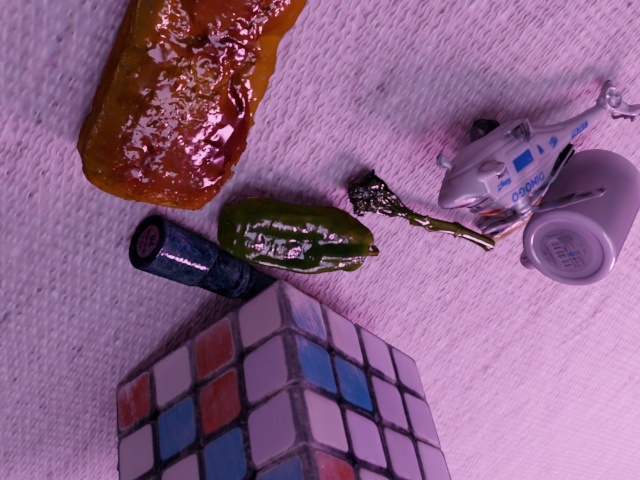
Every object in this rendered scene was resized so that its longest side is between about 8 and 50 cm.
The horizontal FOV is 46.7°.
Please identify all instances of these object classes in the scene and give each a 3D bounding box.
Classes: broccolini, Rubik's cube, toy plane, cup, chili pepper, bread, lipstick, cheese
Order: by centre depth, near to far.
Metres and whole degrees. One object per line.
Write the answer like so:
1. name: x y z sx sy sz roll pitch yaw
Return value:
1. bread: -0.087 -0.148 0.573 0.139 0.077 0.271 12 118 -38
2. chili pepper: 0.000 -0.003 0.743 0.204 0.073 0.072 7 130 -31
3. toy plane: 0.233 -0.099 0.754 0.273 0.182 0.107 -31 104 -3
4. lipstick: -0.084 0.036 0.757 0.053 0.053 0.234 -48 138 16
5. Rubik's cube: -0.035 0.239 0.775 0.253 0.259 0.256 -33 137 24
6. broccolini: 0.114 -0.018 0.803 0.218 0.042 0.044 24 113 -34
7. cup: 0.286 -0.013 0.820 0.133 0.099 0.136 -49 155 -41
8. cheese: 0.229 -0.027 0.879 0.083 0.030 0.044 -39 156 1
